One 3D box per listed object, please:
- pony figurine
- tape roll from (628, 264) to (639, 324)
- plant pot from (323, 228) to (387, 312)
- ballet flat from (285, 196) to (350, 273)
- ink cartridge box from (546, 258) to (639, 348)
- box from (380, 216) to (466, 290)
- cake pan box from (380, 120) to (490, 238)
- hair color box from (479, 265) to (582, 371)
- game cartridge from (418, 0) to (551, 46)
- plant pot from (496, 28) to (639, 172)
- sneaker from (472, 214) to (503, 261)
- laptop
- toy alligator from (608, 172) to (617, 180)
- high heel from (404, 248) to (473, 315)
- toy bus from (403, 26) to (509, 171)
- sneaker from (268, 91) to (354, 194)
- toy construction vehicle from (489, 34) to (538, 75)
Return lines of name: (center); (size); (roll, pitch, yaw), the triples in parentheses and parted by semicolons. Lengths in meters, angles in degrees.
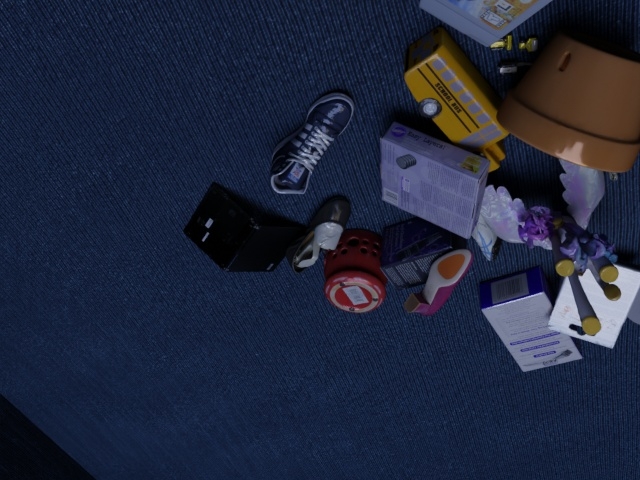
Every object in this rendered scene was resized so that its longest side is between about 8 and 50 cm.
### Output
pony figurine: (0.566, -0.013, 1.649); (0.302, 0.363, 0.351); (-26, 119, 15)
tape roll: (0.940, 0.146, 1.926); (0.219, 0.072, 0.219); (5, 138, 4)
plant pot: (0.097, 0.092, 1.947); (0.191, 0.174, 0.191); (7, 138, 6)
ballet flat: (0.000, 0.000, 1.916); (0.095, 0.096, 0.280); (15, 138, -27)
ink cartridge box: (0.732, 0.152, 1.891); (0.189, 0.066, 0.232); (17, 116, 10)
box: (0.273, 0.023, 1.856); (0.207, 0.153, 0.108); (-20, 130, 26)
cake pan box: (0.261, -0.133, 1.651); (0.245, 0.070, 0.267); (27, 155, 21)
hair color box: (0.615, 0.236, 2.054); (0.185, 0.110, 0.339); (-19, 128, 26)
game cartridge: (0.309, -0.473, 1.296); (0.198, 0.062, 0.297); (22, 166, -14)
plant pot: (0.527, -0.290, 1.405); (0.290, 0.291, 0.203); (15, 119, -6)
sneaker: (0.418, -0.034, 1.832); (0.086, 0.085, 0.237); (12, 148, 37)
laptop: (-0.216, -0.029, 1.988); (0.264, 0.136, 0.234); (43, 132, 3)
toy alligator: (0.681, -0.221, 1.604); (0.051, 0.056, 0.190); (-34, 134, -13)
high heel: (0.324, 0.108, 1.790); (0.117, 0.082, 0.244); (4, 131, -43)
toy bus: (0.310, -0.297, 1.544); (0.130, 0.108, 0.332); (-29, 124, 32)
sneaker: (-0.024, -0.215, 1.654); (0.099, 0.153, 0.282); (32, 133, -23)
toy construction vehicle: (0.406, -0.395, 1.483); (0.098, 0.035, 0.086); (-4, 124, 11)
